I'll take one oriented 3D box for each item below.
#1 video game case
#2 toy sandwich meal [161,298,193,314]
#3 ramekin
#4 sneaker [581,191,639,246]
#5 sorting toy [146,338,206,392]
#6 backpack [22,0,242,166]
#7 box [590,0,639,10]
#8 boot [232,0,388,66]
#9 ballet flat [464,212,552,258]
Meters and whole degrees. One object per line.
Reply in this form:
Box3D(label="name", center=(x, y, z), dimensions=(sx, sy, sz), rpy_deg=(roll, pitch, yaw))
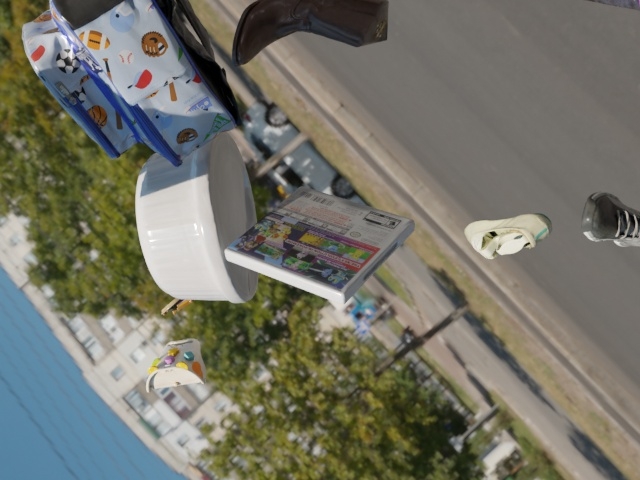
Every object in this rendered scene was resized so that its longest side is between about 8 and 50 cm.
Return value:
Box3D(label="video game case", center=(0.000, 0.000, 1.098), dimensions=(0.201, 0.183, 0.023), rpy_deg=(19, 134, 31))
Box3D(label="toy sandwich meal", center=(-0.294, 0.133, 1.645), dimensions=(0.029, 0.085, 0.085), rpy_deg=(49, 180, -3))
Box3D(label="ramekin", center=(-0.188, -0.029, 1.229), dimensions=(0.273, 0.127, 0.273), rpy_deg=(-9, -90, -81))
Box3D(label="sneaker", center=(0.545, -0.028, 1.341), dimensions=(0.132, 0.086, 0.228), rpy_deg=(12, -177, 42))
Box3D(label="sorting toy", center=(-0.199, 0.165, 1.090), dimensions=(0.075, 0.083, 0.045), rpy_deg=(-84, -19, -56))
Box3D(label="backpack", center=(-0.227, -0.217, 0.977), dimensions=(0.263, 0.213, 0.276), rpy_deg=(48, -173, -33))
Box3D(label="box", center=(0.157, -0.199, 0.457), dimensions=(0.162, 0.029, 0.116), rpy_deg=(-125, 14, -63))
Box3D(label="boot", center=(-0.006, -0.175, 0.665), dimensions=(0.114, 0.106, 0.037), rpy_deg=(21, 158, 15))
Box3D(label="ballet flat", center=(0.370, -0.003, 1.628), dimensions=(0.086, 0.086, 0.248), rpy_deg=(47, 155, -12))
